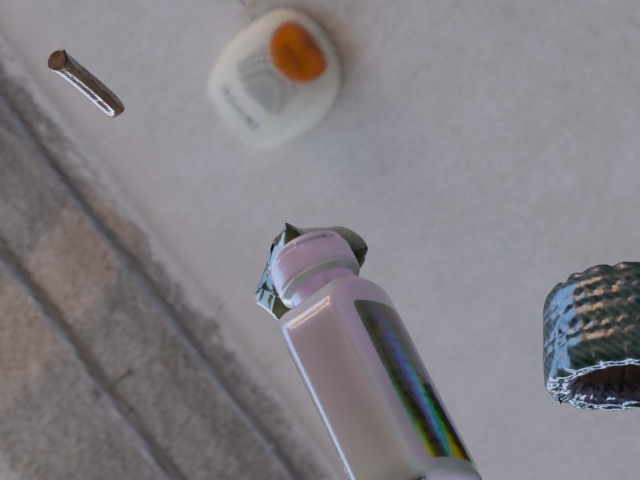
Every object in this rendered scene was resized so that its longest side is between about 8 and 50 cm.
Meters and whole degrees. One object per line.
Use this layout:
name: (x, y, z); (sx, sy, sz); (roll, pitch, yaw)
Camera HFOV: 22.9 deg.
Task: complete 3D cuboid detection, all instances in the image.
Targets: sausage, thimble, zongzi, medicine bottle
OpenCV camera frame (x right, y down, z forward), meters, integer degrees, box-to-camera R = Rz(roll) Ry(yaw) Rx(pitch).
sausage: (-0.244, -0.162, 1.660); (0.116, 0.026, 0.026); (43, -144, -53)
thimble: (0.238, 0.076, 1.237); (0.118, 0.135, 0.090); (17, -117, -29)
zongzi: (0.000, 0.000, 1.241); (0.052, 0.113, 0.104); (36, -128, 21)
medicine bottle: (0.032, 0.095, 1.122); (0.115, 0.078, 0.219); (27, -149, -56)
